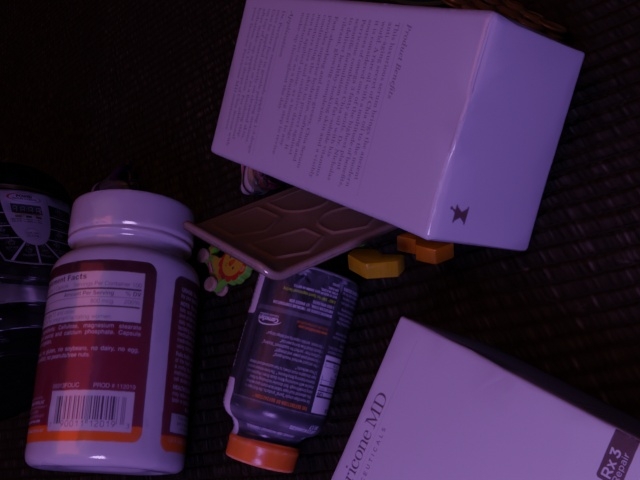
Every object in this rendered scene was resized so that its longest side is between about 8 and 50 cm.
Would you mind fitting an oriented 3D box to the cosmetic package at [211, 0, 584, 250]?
[{"bbox_3d":[0.062,-0.160,1.001,0.453,0.161,0.230,26,105,50],"label":"cosmetic package"}]

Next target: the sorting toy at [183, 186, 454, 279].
[{"bbox_3d":[0.000,0.000,0.999,0.307,0.229,0.041,25,127,50],"label":"sorting toy"}]

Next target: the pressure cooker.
[{"bbox_3d":[-0.588,0.064,1.436,0.375,0.370,0.420,-19,60,-6],"label":"pressure cooker"}]

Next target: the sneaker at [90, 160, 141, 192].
[{"bbox_3d":[-0.370,-0.063,1.527,0.098,0.083,0.224,-45,43,16],"label":"sneaker"}]

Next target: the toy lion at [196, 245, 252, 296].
[{"bbox_3d":[-0.141,0.032,1.267,0.096,0.034,0.100,-41,45,18],"label":"toy lion"}]

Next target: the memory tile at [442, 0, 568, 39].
[{"bbox_3d":[0.202,-0.264,0.941,0.113,0.148,0.012,55,133,47],"label":"memory tile"}]

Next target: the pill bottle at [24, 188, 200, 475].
[{"bbox_3d":[-0.296,0.138,1.217,0.224,0.224,0.392,-17,63,43],"label":"pill bottle"}]

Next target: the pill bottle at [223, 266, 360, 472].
[{"bbox_3d":[-0.042,0.156,1.016,0.130,0.130,0.246,4,75,49],"label":"pill bottle"}]

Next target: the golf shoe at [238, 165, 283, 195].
[{"bbox_3d":[-0.095,-0.160,1.277,0.086,0.067,0.186,-15,61,45],"label":"golf shoe"}]

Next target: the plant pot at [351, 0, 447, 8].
[{"bbox_3d":[0.084,-0.415,1.070,0.196,0.293,0.293,165,122,-75],"label":"plant pot"}]

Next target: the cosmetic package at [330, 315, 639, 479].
[{"bbox_3d":[0.196,0.235,0.694,0.385,0.156,0.217,22,91,49],"label":"cosmetic package"}]
